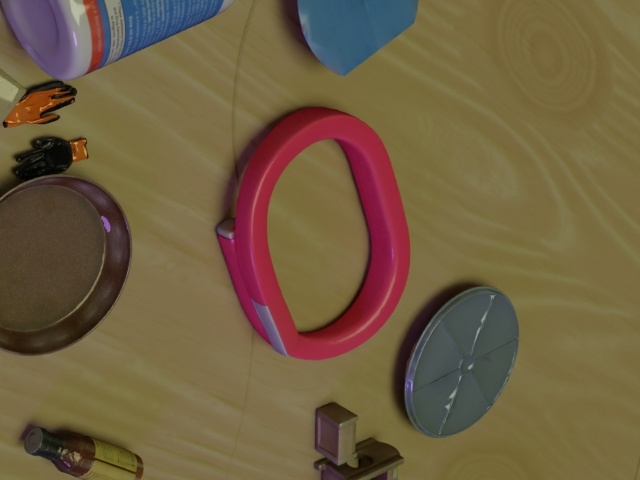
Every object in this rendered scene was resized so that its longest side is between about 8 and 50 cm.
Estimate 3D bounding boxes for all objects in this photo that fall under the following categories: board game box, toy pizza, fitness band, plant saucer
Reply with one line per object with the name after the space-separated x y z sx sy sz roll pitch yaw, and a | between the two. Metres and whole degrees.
0.029 -0.250 1.227 0.168 0.033 0.133 -41 126 -29 | board game box
0.170 0.148 1.525 0.201 0.032 0.201 -20 121 -36 | toy pizza
0.000 0.000 1.296 0.209 0.054 0.291 -39 131 -28 | fitness band
-0.245 0.019 1.091 0.168 0.029 0.169 -19 119 -37 | plant saucer

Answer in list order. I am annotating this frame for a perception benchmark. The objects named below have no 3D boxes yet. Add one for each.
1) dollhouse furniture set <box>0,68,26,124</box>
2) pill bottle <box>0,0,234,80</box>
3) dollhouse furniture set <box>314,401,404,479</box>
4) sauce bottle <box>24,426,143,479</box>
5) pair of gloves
-0.412 -0.160 0.779 0.394 0.256 0.362 40 78 -23 | dollhouse furniture set
-0.142 -0.227 1.013 0.221 0.124 0.124 -30 125 -30 | pill bottle
0.083 0.289 1.412 0.101 0.161 0.182 -17 119 -37 | dollhouse furniture set
-0.226 0.206 1.180 0.128 0.042 0.042 34 83 -44 | sauce bottle
-0.237 -0.094 1.063 0.074 0.010 0.083 -27 127 -34 | pair of gloves
